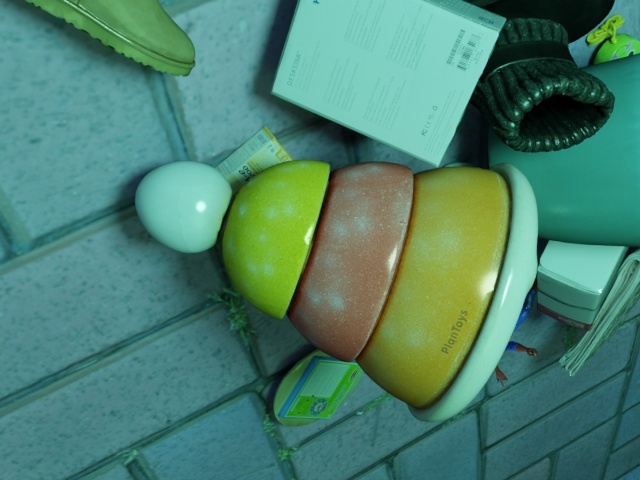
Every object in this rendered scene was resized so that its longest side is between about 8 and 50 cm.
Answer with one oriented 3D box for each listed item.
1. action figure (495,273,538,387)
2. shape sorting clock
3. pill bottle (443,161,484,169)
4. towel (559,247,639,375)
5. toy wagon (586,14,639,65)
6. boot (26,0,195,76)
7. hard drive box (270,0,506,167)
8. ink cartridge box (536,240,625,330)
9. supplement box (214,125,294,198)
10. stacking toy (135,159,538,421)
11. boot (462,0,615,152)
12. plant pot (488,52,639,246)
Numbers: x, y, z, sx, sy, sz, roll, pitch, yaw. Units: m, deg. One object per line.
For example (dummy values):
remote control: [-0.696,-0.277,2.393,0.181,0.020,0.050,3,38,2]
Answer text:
action figure: [0.420,0.196,1.621,0.091,0.139,0.280,5,125,-36]
shape sorting clock: [-0.002,0.271,1.460,0.206,0.040,0.206,-19,132,-23]
pill bottle: [0.233,-0.046,1.307,0.087,0.087,0.160,-16,134,-23]
towel: [0.669,0.123,1.710,0.332,0.053,0.317,-20,140,-52]
toy wagon: [0.536,-0.241,1.358,0.267,0.068,0.344,-38,139,-1]
boot: [-0.163,-0.325,0.787,0.236,0.089,0.269,21,111,-44]
hard drive box: [0.079,-0.224,0.938,0.181,0.232,0.089,-68,173,31]
ink cartridge box: [0.493,0.029,1.425,0.207,0.117,0.283,-61,158,-10]
supplement box: [-0.092,-0.102,1.070,0.098,0.036,0.062,-40,137,3]
stacking toy: [0.000,0.000,0.990,0.480,0.350,0.350,20,119,-5]
boot: [0.325,-0.257,1.054,0.348,0.260,0.131,-25,137,-14]
plant pot: [0.395,-0.126,1.199,0.235,0.293,0.293,-5,146,25]
